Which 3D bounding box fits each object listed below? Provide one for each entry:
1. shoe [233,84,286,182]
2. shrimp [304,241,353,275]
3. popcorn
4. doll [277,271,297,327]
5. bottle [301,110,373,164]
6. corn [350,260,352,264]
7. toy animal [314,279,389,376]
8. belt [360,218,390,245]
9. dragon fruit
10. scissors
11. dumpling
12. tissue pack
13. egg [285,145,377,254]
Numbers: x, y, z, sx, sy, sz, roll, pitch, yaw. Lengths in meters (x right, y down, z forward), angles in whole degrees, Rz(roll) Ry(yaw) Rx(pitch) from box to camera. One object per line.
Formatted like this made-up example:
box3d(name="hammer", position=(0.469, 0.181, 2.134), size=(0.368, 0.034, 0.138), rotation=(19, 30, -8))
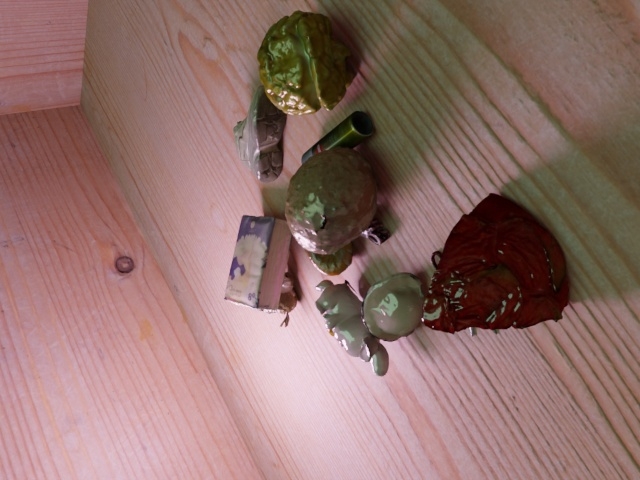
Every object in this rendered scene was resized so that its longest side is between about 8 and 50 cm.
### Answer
box3d(name="shoe", position=(-0.234, -0.386, 1.816), size=(0.210, 0.132, 0.342), rotation=(36, 136, 35))
box3d(name="shrimp", position=(0.000, 0.000, 1.624), size=(0.249, 0.068, 0.150), rotation=(44, 99, 13))
box3d(name="popcorn", position=(-0.044, -0.484, 1.425), size=(0.282, 0.247, 0.282), rotation=(13, 116, 29))
box3d(name="doll", position=(-0.141, 0.224, 2.011), size=(0.115, 0.105, 0.221), rotation=(179, 75, -70))
box3d(name="bottle", position=(0.043, -0.283, 1.541), size=(0.286, 0.082, 0.082), rotation=(-28, 84, 55))
box3d(name="corn", position=(0.008, -0.026, 1.707), size=(0.293, 0.106, 0.106), rotation=(54, 142, 15))
box3d(name="toy animal", position=(0.103, 0.263, 1.628), size=(0.325, 0.154, 0.208), rotation=(47, 177, 43))
box3d(name="belt", position=(0.112, -0.047, 1.590), size=(0.232, 0.053, 0.071), rotation=(21, 120, 47))
box3d(name="dragon fruit", position=(0.366, 0.109, 1.154), size=(0.302, 0.330, 0.240), rotation=(47, 161, 26))
box3d(name="scissors", position=(0.380, 0.133, 1.353), size=(0.144, 0.017, 0.247), rotation=(-23, 89, 55))
box3d(name="dumpling", position=(0.201, 0.190, 1.494), size=(0.142, 0.172, 0.247), rotation=(-109, 23, -59))
box3d(name="tissue pack", position=(-0.231, 0.083, 1.932), size=(0.242, 0.125, 0.343), rotation=(7, 83, 51))
box3d(name="egg", position=(0.027, -0.115, 1.468), size=(0.279, 0.279, 0.310), rotation=(44, 107, 32))
